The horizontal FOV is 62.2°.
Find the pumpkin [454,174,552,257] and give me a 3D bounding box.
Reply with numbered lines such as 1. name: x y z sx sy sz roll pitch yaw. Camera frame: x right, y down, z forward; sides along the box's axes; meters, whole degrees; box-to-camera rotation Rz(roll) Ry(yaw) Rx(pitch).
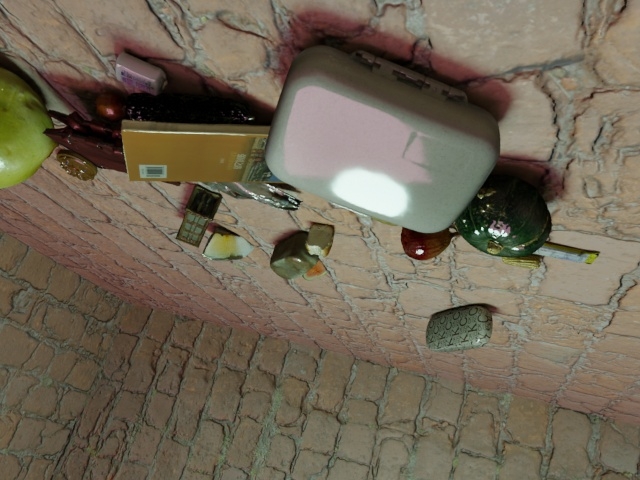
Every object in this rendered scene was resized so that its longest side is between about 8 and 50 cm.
1. pumpkin: 0.358 -0.044 1.051 0.190 0.146 0.190 31 151 19

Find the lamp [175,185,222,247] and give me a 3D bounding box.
1. lamp: -0.386 -0.067 1.662 0.090 0.089 0.325 23 159 -12

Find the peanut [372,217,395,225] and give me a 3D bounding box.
1. peanut: 0.126 -0.104 1.115 0.253 0.122 0.137 33 172 -39

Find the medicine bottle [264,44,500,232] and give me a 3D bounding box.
1. medicine bottle: 0.100 -0.162 0.916 0.374 0.123 0.282 19 136 -6

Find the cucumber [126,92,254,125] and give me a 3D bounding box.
1. cucumber: -0.268 -0.266 1.097 0.299 0.072 0.072 8 157 16

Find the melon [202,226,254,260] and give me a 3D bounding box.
1. melon: -0.333 0.003 1.831 0.202 0.093 0.139 -1 -155 -42

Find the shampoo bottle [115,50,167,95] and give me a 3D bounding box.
1. shampoo bottle: -0.352 -0.327 1.054 0.099 0.043 0.072 21 160 -10

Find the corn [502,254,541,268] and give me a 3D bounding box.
1. corn: 0.500 0.049 1.323 0.092 0.037 0.037 10 158 25

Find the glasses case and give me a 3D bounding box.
1. glasses case: 0.475 0.312 1.852 0.085 0.137 0.354 16 160 -16

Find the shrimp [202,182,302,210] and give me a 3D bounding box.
1. shrimp: -0.202 -0.138 1.388 0.316 0.062 0.164 23 163 -1

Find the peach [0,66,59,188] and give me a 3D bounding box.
1. peach: -0.809 -0.266 1.244 0.314 0.282 0.315 -7 156 37

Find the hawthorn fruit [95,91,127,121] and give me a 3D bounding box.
1. hawthorn fruit: -0.449 -0.299 1.178 0.103 0.067 0.067 -1 153 23

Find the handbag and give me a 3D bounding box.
1. handbag: -0.483 -0.218 1.288 0.259 0.084 0.275 15 174 9

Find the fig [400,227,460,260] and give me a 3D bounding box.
1. fig: 0.263 0.000 1.299 0.152 0.119 0.119 14 165 -36

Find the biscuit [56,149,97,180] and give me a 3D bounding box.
1. biscuit: -0.754 -0.226 1.646 0.124 0.026 0.175 24 158 -14

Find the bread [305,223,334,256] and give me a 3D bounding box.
1. bread: 0.002 0.001 1.533 0.076 0.083 0.070 11 161 16

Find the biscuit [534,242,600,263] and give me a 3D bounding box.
1. biscuit: 0.496 0.013 1.250 0.291 0.026 0.048 13 155 10

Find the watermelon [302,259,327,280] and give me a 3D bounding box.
1. watermelon: -0.042 0.101 1.832 0.086 0.069 0.163 9 159 24

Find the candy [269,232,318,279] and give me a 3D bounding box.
1. candy: -0.084 0.052 1.694 0.102 0.104 0.234 28 157 -20

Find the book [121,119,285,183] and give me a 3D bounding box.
1. book: -0.225 -0.180 1.146 0.373 0.028 0.262 -1 164 -17
